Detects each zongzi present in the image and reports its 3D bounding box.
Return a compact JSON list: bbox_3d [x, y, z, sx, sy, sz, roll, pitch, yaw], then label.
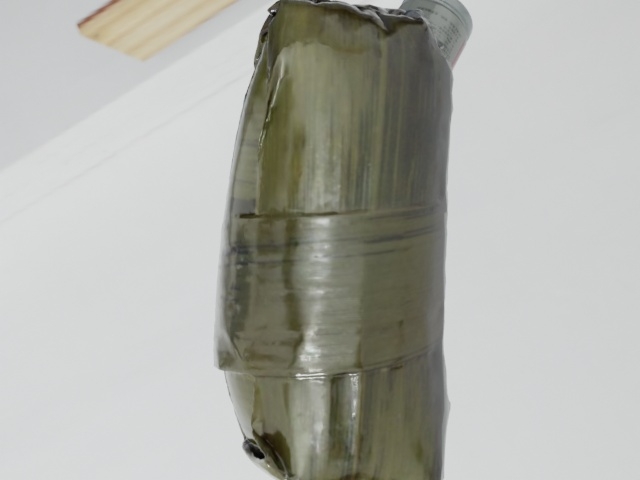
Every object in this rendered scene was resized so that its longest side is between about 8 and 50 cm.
[{"bbox_3d":[0.000,0.000,0.559,0.138,0.286,0.300,1,-177,-5],"label":"zongzi"}]

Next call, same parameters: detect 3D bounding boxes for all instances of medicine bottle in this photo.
[{"bbox_3d":[0.069,-0.133,0.598,0.091,0.058,0.058,-61,-177,-21],"label":"medicine bottle"}]
